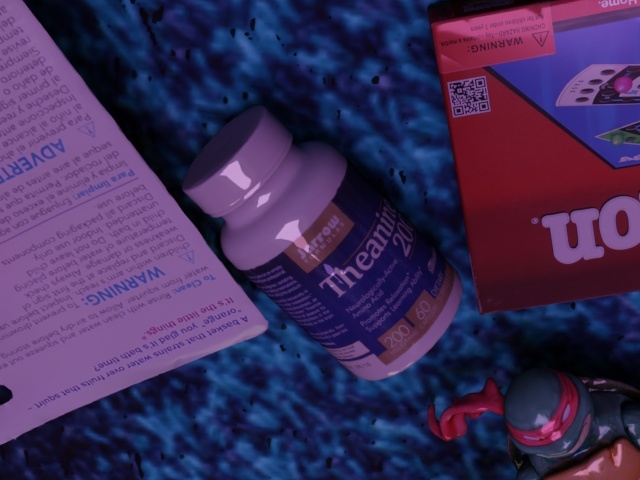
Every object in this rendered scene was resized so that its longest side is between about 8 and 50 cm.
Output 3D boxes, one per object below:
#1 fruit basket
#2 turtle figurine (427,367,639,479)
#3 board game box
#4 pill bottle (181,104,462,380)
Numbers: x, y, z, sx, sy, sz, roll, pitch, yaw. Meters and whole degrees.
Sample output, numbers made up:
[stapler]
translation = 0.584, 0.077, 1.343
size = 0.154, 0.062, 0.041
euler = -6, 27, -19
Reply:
[fruit basket]
translation = -0.244, -0.024, 0.482
size = 0.327, 0.165, 0.353
euler = -24, 132, 15
[turtle figurine]
translation = 0.142, 0.124, 0.552
size = 0.175, 0.118, 0.234
euler = -26, 132, 31
[board game box]
translation = 0.195, -0.054, 0.500
size = 0.281, 0.027, 0.145
euler = -10, 120, 7
[pill bottle]
translation = 0.000, 0.000, 0.512
size = 0.067, 0.067, 0.120
euler = -38, 112, 20
